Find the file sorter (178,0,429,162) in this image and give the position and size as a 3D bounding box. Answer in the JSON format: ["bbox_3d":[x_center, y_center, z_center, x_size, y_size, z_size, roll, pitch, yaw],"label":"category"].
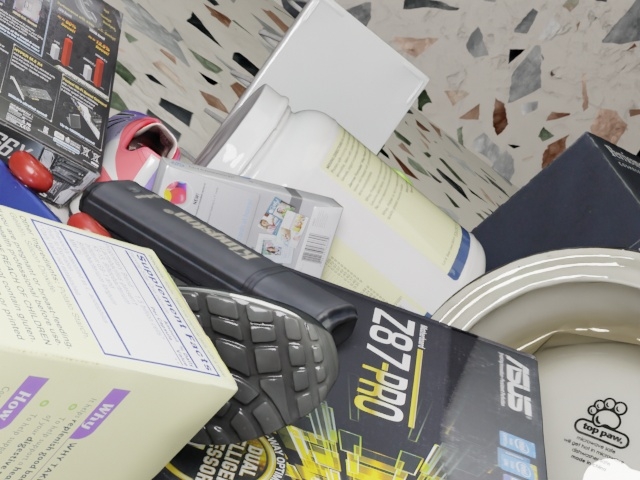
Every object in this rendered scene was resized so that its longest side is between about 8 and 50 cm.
[{"bbox_3d":[-0.034,-0.170,1.524,0.193,0.277,0.173,35,2,-24],"label":"file sorter"}]

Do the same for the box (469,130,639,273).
[{"bbox_3d":[0.487,0.158,1.563,0.480,0.297,0.471,13,39,-51],"label":"box"}]

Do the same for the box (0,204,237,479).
[{"bbox_3d":[-0.208,0.091,0.592,0.243,0.213,0.117,20,27,-52],"label":"box"}]

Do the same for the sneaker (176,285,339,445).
[{"bbox_3d":[-0.117,0.068,0.774,0.124,0.283,0.107,-47,129,-66],"label":"sneaker"}]

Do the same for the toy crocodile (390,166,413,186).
[{"bbox_3d":[0.101,0.011,1.536,0.105,0.115,0.340,18,-31,28],"label":"toy crocodile"}]

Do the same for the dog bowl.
[{"bbox_3d":[0.273,0.219,1.135,0.408,0.408,0.150,52,-3,32],"label":"dog bowl"}]

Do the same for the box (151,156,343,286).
[{"bbox_3d":[-0.086,0.009,1.124,0.186,0.145,0.038,12,14,-23],"label":"box"}]

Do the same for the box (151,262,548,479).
[{"bbox_3d":[0.018,0.165,0.906,0.318,0.097,0.395,21,23,1],"label":"box"}]

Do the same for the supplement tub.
[{"bbox_3d":[0.000,0.000,1.292,0.325,0.235,0.235,39,16,-12],"label":"supplement tub"}]

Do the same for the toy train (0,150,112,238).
[{"bbox_3d":[-0.258,-0.013,0.994,0.248,0.105,0.143,42,-2,26],"label":"toy train"}]

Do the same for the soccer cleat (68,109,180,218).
[{"bbox_3d":[-0.200,-0.095,1.277,0.108,0.116,0.318,38,17,-15],"label":"soccer cleat"}]

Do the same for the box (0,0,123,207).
[{"bbox_3d":[-0.349,-0.207,1.124,0.307,0.076,0.242,30,43,-35],"label":"box"}]

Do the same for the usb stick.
[{"bbox_3d":[-0.092,0.018,0.974,0.278,0.045,0.077,29,27,27],"label":"usb stick"}]
